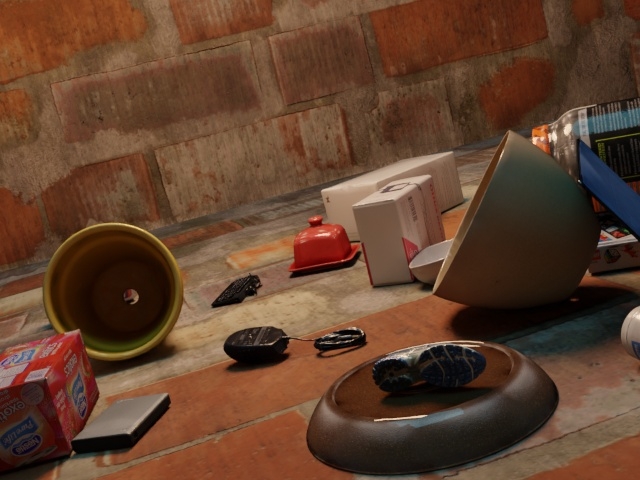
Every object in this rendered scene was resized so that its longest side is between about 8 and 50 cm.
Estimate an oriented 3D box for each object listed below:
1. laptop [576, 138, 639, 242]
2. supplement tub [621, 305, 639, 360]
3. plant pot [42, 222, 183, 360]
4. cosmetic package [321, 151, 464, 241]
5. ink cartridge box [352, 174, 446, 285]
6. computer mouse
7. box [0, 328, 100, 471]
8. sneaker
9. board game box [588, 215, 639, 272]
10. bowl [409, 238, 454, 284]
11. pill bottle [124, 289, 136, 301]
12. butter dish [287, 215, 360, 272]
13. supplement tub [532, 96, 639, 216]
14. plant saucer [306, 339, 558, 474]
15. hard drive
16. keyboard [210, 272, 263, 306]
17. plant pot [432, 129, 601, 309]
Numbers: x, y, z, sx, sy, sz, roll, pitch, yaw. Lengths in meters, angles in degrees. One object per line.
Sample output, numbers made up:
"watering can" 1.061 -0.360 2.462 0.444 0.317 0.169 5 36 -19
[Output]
"laptop" 0.575 -0.040 1.118 0.408 0.236 0.382 -10 12 19
"supplement tub" 0.410 0.117 0.960 0.071 0.071 0.107 -17 10 -18
"plant pot" -0.389 0.105 1.630 0.254 0.254 0.239 -15 -5 -6
"cosmetic package" 0.199 -0.121 2.229 0.197 0.155 0.365 -4 15 44
"ink cartridge box" 0.170 -0.025 1.720 0.100 0.172 0.237 -8 12 27
"computer mouse" -0.043 0.172 1.360 0.242 0.041 0.071 -3 22 16
"box" -0.431 0.236 1.260 0.128 0.122 0.257 -14 10 -3
"sneaker" 0.131 0.142 0.981 0.135 0.052 0.058 -8 8 25
"board game box" 0.572 -0.019 1.499 0.193 0.053 0.305 -10 11 18
"bowl" 0.250 0.037 1.582 0.142 0.053 0.142 -20 7 25
"pill bottle" -0.564 0.125 2.046 0.193 0.108 0.108 -20 12 -31
"butter dish" 0.000 0.000 1.953 0.160 0.118 0.160 -12 11 14
"supplement tub" 0.568 -0.155 1.504 0.338 0.207 0.207 -7 12 20
"plant saucer" 0.128 0.187 1.018 0.311 0.050 0.310 -13 10 2
"hard drive" -0.287 0.264 1.208 0.094 0.022 0.135 -11 11 16
"keyboard" -0.183 0.100 1.886 0.100 0.038 0.192 -12 12 10
"plant pot" 0.320 -0.006 1.297 0.191 0.284 0.284 24 18 6
